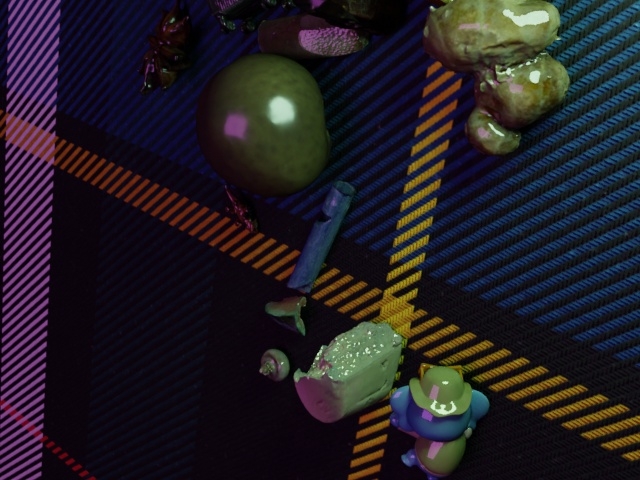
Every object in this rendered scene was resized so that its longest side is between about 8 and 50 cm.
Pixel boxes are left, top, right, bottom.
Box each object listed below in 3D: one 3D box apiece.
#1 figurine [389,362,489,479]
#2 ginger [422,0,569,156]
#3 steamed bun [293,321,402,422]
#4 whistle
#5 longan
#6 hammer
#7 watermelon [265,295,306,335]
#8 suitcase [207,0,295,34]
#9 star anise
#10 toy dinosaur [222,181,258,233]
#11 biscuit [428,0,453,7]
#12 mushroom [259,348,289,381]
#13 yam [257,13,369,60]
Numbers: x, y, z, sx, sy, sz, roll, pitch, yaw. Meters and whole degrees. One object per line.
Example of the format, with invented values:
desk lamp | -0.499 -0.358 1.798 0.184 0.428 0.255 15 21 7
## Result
figurine | 0.233 0.382 1.773 0.180 0.154 0.262 29 115 21
ginger | 0.324 -0.300 1.499 0.245 0.155 0.304 -14 110 27
steamed bun | 0.048 0.283 1.860 0.170 0.225 0.200 31 121 33
whistle | 0.000 0.000 1.949 0.062 0.062 0.304 42 125 27
longan | -0.122 -0.250 1.854 0.319 0.319 0.318 11 107 40
hammer | 0.077 -0.621 1.658 0.095 0.242 0.408 9 92 46
watermelon | -0.082 0.185 2.079 0.155 0.080 0.101 -1 134 39
suitcase | -0.182 -0.646 1.913 0.202 0.128 0.312 -17 88 42
star anise | -0.380 -0.487 2.161 0.272 0.103 0.272 -28 54 46
toy dinosaur | -0.202 -0.081 2.112 0.049 0.055 0.154 -35 84 44
biscuit | 0.208 -0.473 1.591 0.240 0.158 0.035 28 105 0
mushroom | -0.123 0.317 2.119 0.085 0.079 0.085 18 115 43
yam | -0.019 -0.446 1.837 0.259 0.106 0.106 4 103 43
